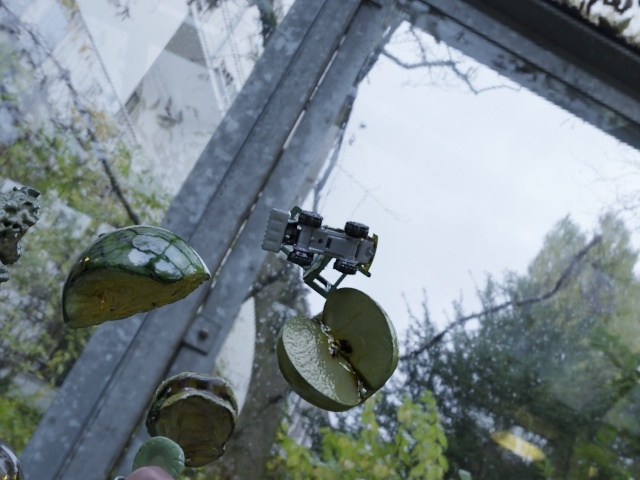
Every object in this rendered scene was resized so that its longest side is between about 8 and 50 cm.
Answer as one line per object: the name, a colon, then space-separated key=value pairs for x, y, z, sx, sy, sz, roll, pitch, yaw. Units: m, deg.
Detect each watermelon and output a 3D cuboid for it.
watermelon: x=-0.415 y=0.063 z=1.572 sx=0.330 sy=0.330 sz=0.190 roll=-23 pitch=-97 yaw=53

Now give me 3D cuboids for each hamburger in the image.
hamburger: x=-0.387 y=0.533 z=2.138 sx=0.265 sy=0.285 sz=0.134 roll=17 pitch=17 yaw=-28

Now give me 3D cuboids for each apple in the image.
apple: x=0.045 y=0.280 z=1.742 sx=0.258 sy=0.295 sz=0.233 roll=53 pitch=-15 yaw=18

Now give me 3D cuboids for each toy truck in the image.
toy truck: x=0.000 y=0.000 z=1.731 sx=0.285 sy=0.136 sz=0.111 roll=14 pitch=7 yaw=-12

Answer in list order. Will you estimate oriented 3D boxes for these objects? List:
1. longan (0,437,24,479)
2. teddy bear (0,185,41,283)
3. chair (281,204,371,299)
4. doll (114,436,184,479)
longan: x=-0.664 y=0.449 z=1.217 sx=0.297 sy=0.297 sz=0.297 roll=19 pitch=-30 yaw=11
teddy bear: x=-0.648 y=0.044 z=1.274 sx=0.357 sy=0.367 sz=0.225 roll=11 pitch=-50 yaw=39
chair: x=-0.005 y=0.044 z=1.926 sx=0.270 sy=0.136 sz=0.147 roll=40 pitch=10 yaw=-6
doll: x=-0.391 y=0.580 z=1.564 sx=0.268 sy=0.284 sz=0.216 roll=15 pitch=-26 yaw=44
